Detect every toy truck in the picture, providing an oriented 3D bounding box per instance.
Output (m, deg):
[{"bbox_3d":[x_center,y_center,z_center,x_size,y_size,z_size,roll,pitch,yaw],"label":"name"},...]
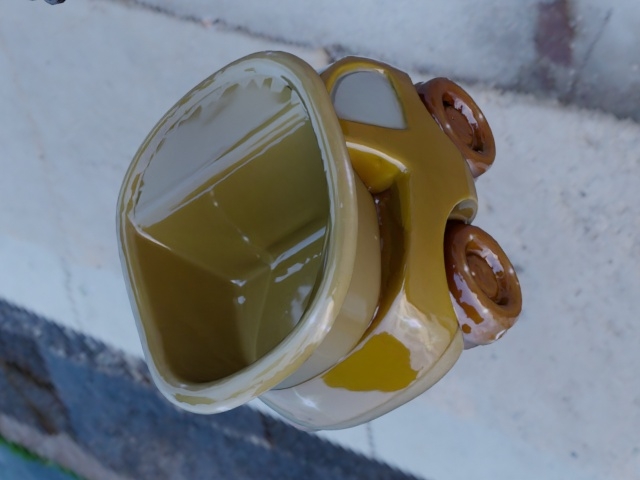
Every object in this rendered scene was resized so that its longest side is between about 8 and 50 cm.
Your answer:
[{"bbox_3d":[0.000,0.000,1.002,0.204,0.288,0.212,-31,141,31],"label":"toy truck"}]

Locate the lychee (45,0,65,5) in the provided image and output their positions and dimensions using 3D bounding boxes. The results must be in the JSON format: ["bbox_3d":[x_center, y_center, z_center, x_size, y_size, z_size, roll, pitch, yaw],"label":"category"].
[{"bbox_3d":[-0.072,-0.197,0.482,0.267,0.267,0.267,27,140,26],"label":"lychee"}]
